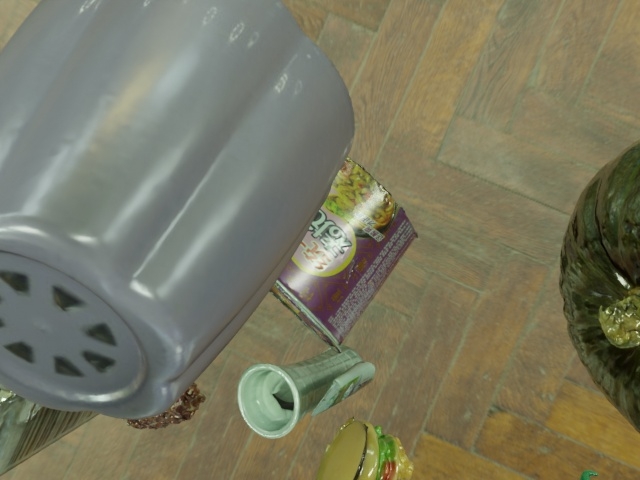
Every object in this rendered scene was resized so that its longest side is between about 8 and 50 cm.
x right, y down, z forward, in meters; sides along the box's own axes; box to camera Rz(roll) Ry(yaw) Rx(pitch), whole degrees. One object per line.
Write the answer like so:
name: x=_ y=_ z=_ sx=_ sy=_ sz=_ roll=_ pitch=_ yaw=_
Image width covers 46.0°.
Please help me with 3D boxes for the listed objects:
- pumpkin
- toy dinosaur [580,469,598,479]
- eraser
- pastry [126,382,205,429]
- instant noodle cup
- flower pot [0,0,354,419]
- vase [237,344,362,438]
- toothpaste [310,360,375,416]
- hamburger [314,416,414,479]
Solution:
pumpkin: x=0.245 y=0.036 z=0.481 sx=0.157 sy=0.224 sz=0.223 roll=-13 pitch=89 yaw=-17
toy dinosaur: x=0.399 y=0.377 z=1.061 sx=0.096 sy=0.132 sz=0.059 roll=3 pitch=122 yaw=-10
eraser: x=-0.268 y=0.129 z=0.842 sx=0.102 sy=0.332 sz=0.155 roll=37 pitch=116 yaw=11
pastry: x=-0.355 y=0.367 z=1.695 sx=0.208 sy=0.097 sz=0.115 roll=-25 pitch=121 yaw=38
instant noodle cup: x=0.000 y=0.000 z=1.403 sx=0.340 sy=0.340 sz=0.266 roll=43 pitch=83 yaw=3
flower pot: x=-0.135 y=-0.024 z=0.516 sx=0.265 sy=0.265 sz=0.243 roll=20 pitch=48 yaw=4
vase: x=-0.025 y=0.290 z=1.520 sx=0.143 sy=0.299 sz=0.143 roll=1 pitch=93 yaw=30
toothpaste: x=0.052 y=0.271 z=1.426 sx=0.048 sy=0.297 sz=0.074 roll=37 pitch=102 yaw=15
hamburger: x=0.094 y=0.501 z=1.577 sx=0.149 sy=0.237 sz=0.237 roll=29 pitch=92 yaw=-15
